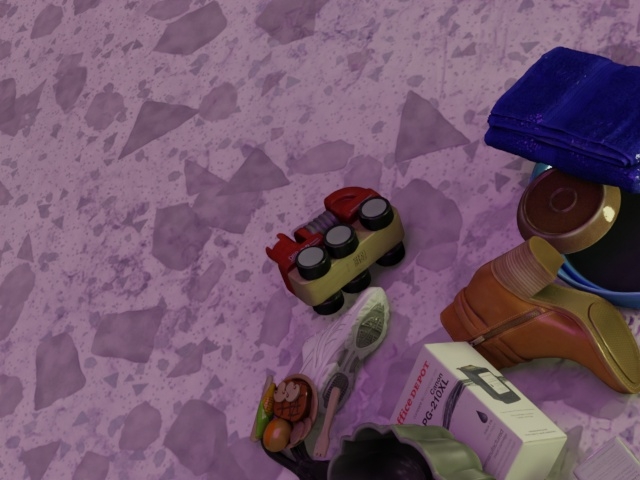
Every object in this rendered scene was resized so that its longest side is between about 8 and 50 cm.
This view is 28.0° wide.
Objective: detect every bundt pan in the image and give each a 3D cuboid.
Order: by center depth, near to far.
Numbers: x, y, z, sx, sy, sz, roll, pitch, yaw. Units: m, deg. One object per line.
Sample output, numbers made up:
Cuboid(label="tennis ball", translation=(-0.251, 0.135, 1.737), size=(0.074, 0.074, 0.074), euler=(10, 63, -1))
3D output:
Cuboid(label="bundt pan", translation=(0.147, 0.402, 1.781), size=(0.331, 0.124, 0.331), euler=(20, 114, 54))

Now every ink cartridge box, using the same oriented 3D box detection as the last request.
Cuboid(label="ink cartridge box", translation=(0.220, 0.282, 1.867), size=(0.237, 0.100, 0.172), euler=(44, 122, 42))

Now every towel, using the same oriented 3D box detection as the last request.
Cuboid(label="towel", translation=(0.427, -0.202, 2.000), size=(0.308, 0.076, 0.227), euler=(25, 67, 44))

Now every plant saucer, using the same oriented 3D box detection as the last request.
Cuboid(label="plant saucer", translation=(0.379, -0.057, 1.986), size=(0.168, 0.029, 0.168), euler=(-17, 53, 24))

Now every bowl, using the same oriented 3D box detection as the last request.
Cuboid(label="bowl", translation=(0.513, -0.070, 1.979), size=(0.391, 0.077, 0.391), euler=(-17, 52, 23))

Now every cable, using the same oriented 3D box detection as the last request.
Cuboid(label="cable", translation=(0.001, 0.377, 2.041), size=(0.287, 0.072, 0.139), euler=(16, 87, 51))

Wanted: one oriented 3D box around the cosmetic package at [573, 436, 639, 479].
Cuboid(label="cosmetic package", translation=(0.444, 0.381, 1.696), size=(0.085, 0.117, 0.231), euler=(-41, 48, 4))

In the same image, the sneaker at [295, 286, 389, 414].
Cuboid(label="sneaker", translation=(0.023, 0.167, 2.126), size=(0.115, 0.090, 0.232), euler=(22, 72, 43))

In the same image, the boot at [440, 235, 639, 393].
Cuboid(label="boot", translation=(0.326, 0.153, 1.917), size=(0.220, 0.283, 0.109), euler=(-43, 1, 38))

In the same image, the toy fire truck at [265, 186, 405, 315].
Cuboid(label="toy fire truck", translation=(0.000, 0.000, 2.224), size=(0.217, 0.158, 0.246), euler=(-38, 45, -18))

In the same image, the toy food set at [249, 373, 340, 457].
Cuboid(label="toy food set", translation=(-0.053, 0.277, 2.060), size=(0.192, 0.038, 0.132), euler=(1, 73, 49))
